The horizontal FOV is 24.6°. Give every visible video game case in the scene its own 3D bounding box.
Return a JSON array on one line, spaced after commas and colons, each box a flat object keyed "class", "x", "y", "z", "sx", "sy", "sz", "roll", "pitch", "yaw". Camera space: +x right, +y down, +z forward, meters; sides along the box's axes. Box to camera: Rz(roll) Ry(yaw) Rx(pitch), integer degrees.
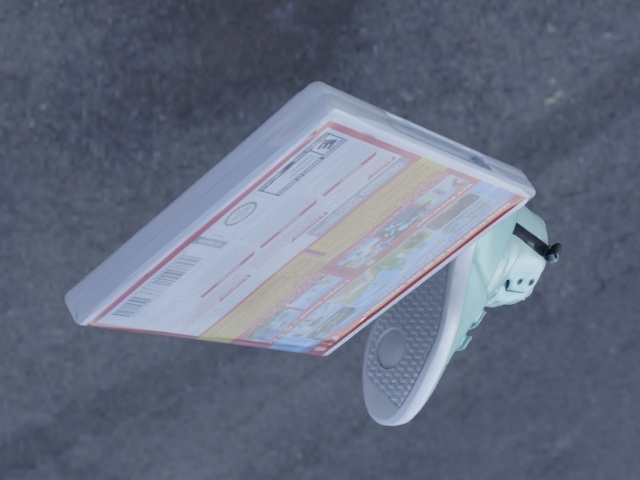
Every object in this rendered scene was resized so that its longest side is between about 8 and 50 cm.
[{"class": "video game case", "x": 0.000, "y": 0.000, "z": 0.929, "sx": 0.204, "sy": 0.025, "sz": 0.285, "roll": -39, "pitch": 155, "yaw": 20}]

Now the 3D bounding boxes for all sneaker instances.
[{"class": "sneaker", "x": 0.141, "y": 0.069, "z": 1.383, "sx": 0.151, "sy": 0.256, "sz": 0.094, "roll": 27, "pitch": 172, "yaw": -41}]
